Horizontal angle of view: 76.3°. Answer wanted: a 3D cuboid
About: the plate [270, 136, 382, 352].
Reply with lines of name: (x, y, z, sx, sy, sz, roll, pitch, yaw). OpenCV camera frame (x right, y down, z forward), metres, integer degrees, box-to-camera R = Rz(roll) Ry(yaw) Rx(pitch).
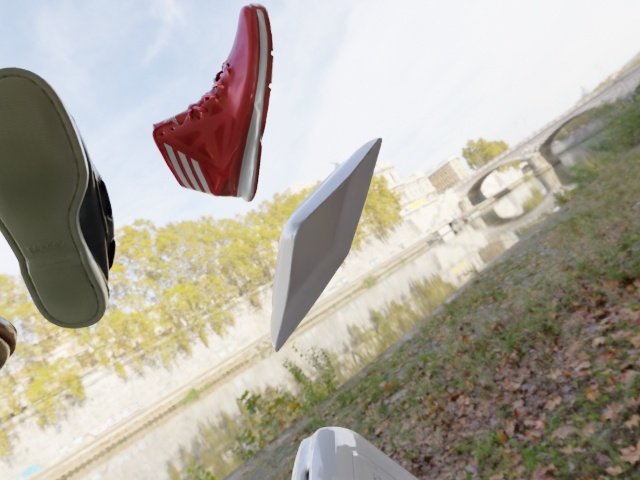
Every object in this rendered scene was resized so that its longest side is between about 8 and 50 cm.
plate: (0.000, 0.000, 0.646, 0.278, 0.045, 0.277, -50, -20, -43)

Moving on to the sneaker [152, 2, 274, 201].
sneaker: (-0.125, -0.155, 0.462, 0.128, 0.221, 0.087, 4, 14, -14)

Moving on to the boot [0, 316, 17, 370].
boot: (-0.350, 0.147, 0.246, 0.306, 0.115, 0.112, -26, -36, -21)

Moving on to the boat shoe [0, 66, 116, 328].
boat shoe: (-0.349, -0.051, 0.551, 0.127, 0.339, 0.113, -9, 26, -8)

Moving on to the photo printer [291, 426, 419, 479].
photo printer: (0.083, 0.387, 0.478, 0.107, 0.307, 0.256, -39, 25, 13)
